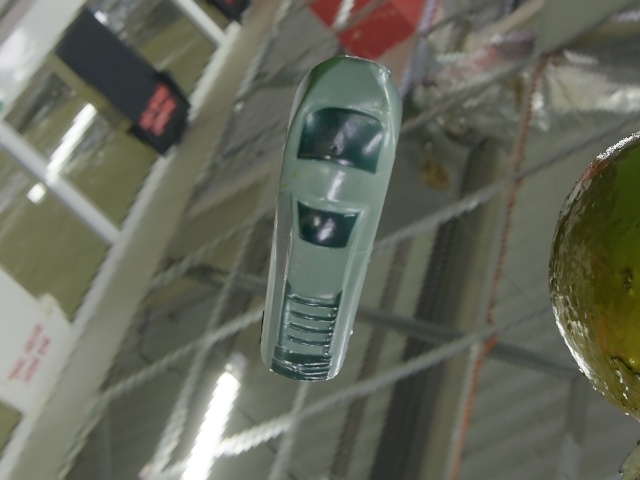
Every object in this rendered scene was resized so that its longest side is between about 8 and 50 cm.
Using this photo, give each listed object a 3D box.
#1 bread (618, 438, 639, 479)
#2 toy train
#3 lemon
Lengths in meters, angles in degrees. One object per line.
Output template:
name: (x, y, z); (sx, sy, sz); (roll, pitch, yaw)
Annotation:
bread: (0.324, 0.165, 1.143); (0.236, 0.198, 0.263); (-20, -175, 22)
toy train: (0.000, 0.000, 1.124); (0.407, 0.086, 0.088); (100, 3, -62)
lemon: (0.208, 0.018, 0.724); (0.173, 0.173, 0.206); (-48, -172, -6)
